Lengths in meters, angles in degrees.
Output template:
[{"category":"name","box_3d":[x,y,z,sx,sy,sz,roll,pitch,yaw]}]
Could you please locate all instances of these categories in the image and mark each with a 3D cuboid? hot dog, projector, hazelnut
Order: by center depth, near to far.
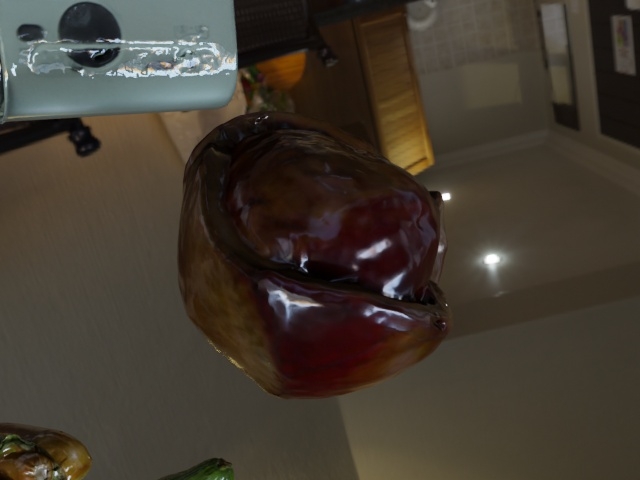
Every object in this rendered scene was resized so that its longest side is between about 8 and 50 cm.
[{"category":"hazelnut","box_3d":[-0.007,-0.001,0.422,0.160,0.202,0.170,-32,150,31]},{"category":"hot dog","box_3d":[-0.289,0.203,0.598,0.249,0.068,0.100,-14,-154,45]},{"category":"projector","box_3d":[-0.259,-0.265,0.756,0.249,0.248,0.248,-11,-165,-32]}]

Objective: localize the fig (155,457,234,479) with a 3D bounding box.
[{"category":"fig","box_3d":[-0.138,0.287,0.689,0.156,0.123,0.123,-57,-152,-6]}]
